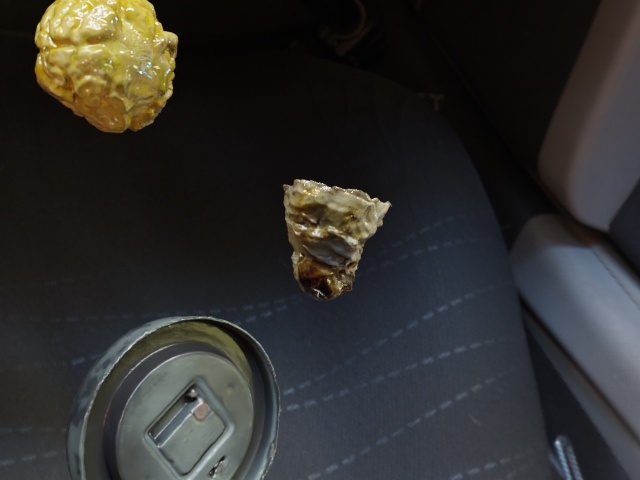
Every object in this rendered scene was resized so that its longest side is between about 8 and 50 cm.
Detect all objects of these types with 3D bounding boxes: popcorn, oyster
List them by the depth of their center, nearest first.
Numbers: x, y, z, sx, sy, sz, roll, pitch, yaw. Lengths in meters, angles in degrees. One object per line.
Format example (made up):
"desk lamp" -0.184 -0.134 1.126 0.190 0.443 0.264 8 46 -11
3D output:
"oyster" 0.013 0.009 1.137 0.161 0.107 0.233 13 140 9
"popcorn" -0.351 -0.306 1.243 0.250 0.190 0.250 -38 140 -41

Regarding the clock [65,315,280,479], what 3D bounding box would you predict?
"clock" -0.199 0.265 1.055 0.325 0.067 0.325 -3 95 -42
